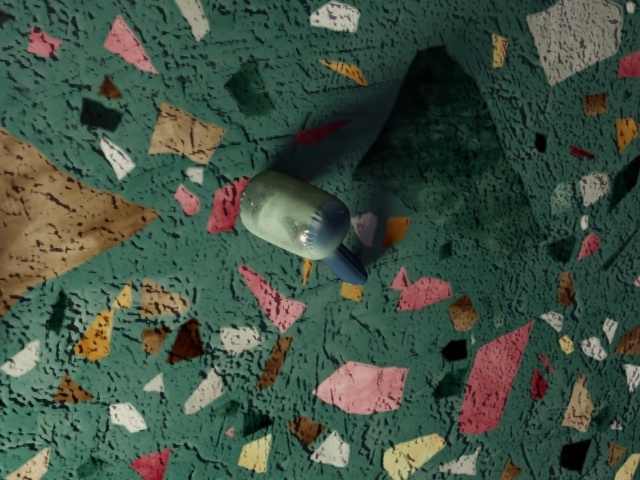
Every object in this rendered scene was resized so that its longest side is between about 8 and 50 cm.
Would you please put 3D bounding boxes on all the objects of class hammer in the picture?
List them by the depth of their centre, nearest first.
[{"bbox_3d":[0.000,0.000,1.387,0.069,0.116,0.194,-60,145,-10],"label":"hammer"}]
